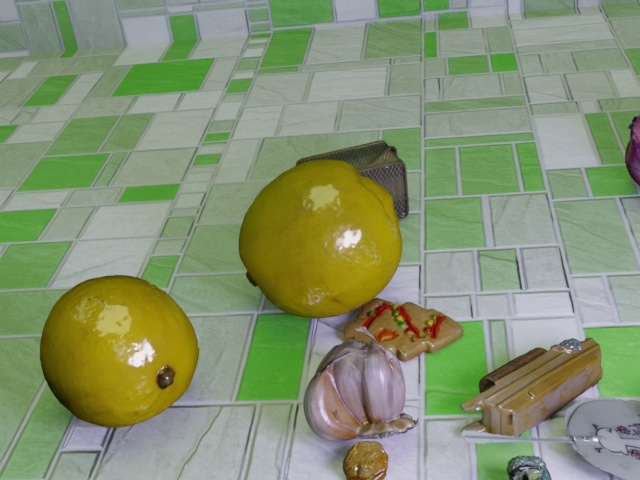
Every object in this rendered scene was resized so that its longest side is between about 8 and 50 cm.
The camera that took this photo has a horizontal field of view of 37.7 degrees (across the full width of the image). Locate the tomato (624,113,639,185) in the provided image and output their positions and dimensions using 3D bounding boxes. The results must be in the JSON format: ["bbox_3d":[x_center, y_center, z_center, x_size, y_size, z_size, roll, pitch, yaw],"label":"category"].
[{"bbox_3d":[0.859,-0.184,2.201,0.290,0.176,0.335,37,49,23],"label":"tomato"}]

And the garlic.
[{"bbox_3d":[0.087,0.254,1.604,0.207,0.256,0.207,8,56,-12],"label":"garlic"}]

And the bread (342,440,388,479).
[{"bbox_3d":[0.076,0.372,1.573,0.081,0.046,0.083,-19,34,-7],"label":"bread"}]

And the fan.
[{"bbox_3d":[0.431,0.320,1.516,0.415,0.012,0.233,2,25,-11],"label":"fan"}]

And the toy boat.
[{"bbox_3d":[0.372,0.253,1.659,0.310,0.089,0.115,-27,33,-28],"label":"toy boat"}]

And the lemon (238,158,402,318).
[{"bbox_3d":[0.000,0.000,1.939,0.348,0.347,0.348,-6,31,3],"label":"lemon"}]

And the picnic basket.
[{"bbox_3d":[0.080,-0.127,2.281,0.267,0.165,0.139,-14,31,-11],"label":"picnic basket"}]

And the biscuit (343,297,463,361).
[{"bbox_3d":[0.166,0.178,1.879,0.239,0.041,0.212,-3,30,9],"label":"biscuit"}]

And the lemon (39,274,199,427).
[{"bbox_3d":[-0.374,0.202,1.736,0.297,0.297,0.297,-6,31,3],"label":"lemon"}]

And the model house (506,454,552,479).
[{"bbox_3d":[0.330,0.388,1.457,0.066,0.078,0.083,-10,32,1],"label":"model house"}]
